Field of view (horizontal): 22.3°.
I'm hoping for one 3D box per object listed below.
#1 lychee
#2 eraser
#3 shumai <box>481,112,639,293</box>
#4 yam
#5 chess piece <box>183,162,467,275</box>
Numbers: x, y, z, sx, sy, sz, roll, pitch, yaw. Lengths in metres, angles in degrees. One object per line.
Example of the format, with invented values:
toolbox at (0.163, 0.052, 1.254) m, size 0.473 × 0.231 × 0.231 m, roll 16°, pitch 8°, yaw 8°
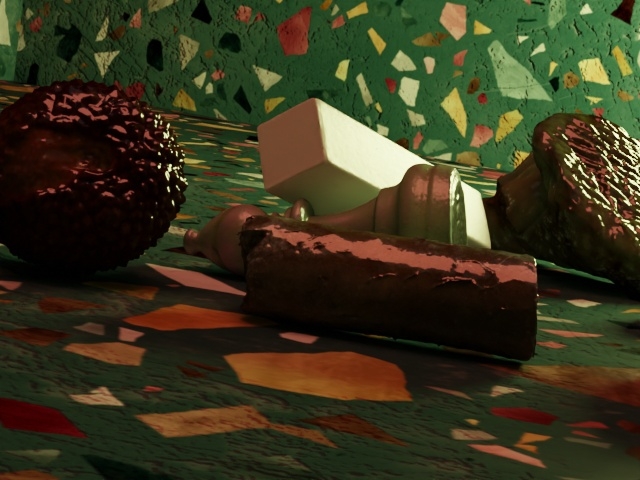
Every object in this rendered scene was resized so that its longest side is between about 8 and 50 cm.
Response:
lychee at (-0.218, -0.051, 1.448) m, size 0.188 × 0.188 × 0.188 m, roll 8°, pitch 7°, yaw -1°
eraser at (0.060, -0.050, 1.669) m, size 0.078 × 0.076 × 0.298 m, roll -25°, pitch -32°, yaw 30°
shumai at (0.322, -0.005, 1.941) m, size 0.222 × 0.203 × 0.272 m, roll 1°, pitch 45°, yaw -33°
yam at (0.054, 0.038, 1.353) m, size 0.259 × 0.093 × 0.093 m, roll 9°, pitch 7°, yaw 6°
chess piece at (0.000, 0.000, 1.550) m, size 0.272 × 0.139 × 0.139 m, roll -2°, pitch 5°, yaw 11°
